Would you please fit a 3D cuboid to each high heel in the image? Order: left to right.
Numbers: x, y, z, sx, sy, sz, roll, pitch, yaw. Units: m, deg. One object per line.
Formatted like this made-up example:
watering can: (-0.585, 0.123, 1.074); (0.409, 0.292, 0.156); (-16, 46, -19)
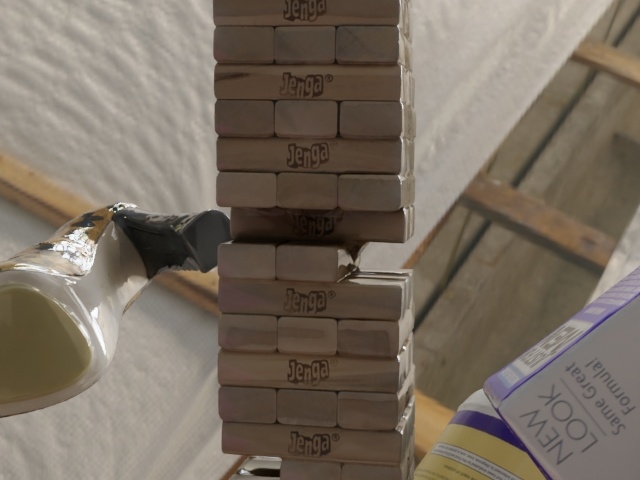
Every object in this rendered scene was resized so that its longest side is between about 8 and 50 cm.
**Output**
high heel: (-0.200, 0.048, 0.778); (0.261, 0.093, 0.186); (-29, -165, -32)

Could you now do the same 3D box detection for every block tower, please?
block tower: (0.000, 0.000, 0.580); (0.097, 0.335, 0.091); (2, -175, 8)

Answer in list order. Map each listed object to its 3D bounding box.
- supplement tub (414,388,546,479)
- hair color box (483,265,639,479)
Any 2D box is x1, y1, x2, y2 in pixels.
supplement tub: (0.127, 0.304, 0.881); (0.241, 0.241, 0.331); (33, -105, 19)
hair color box: (0.258, 0.035, 0.488); (0.339, 0.110, 0.185); (-38, -95, 4)
